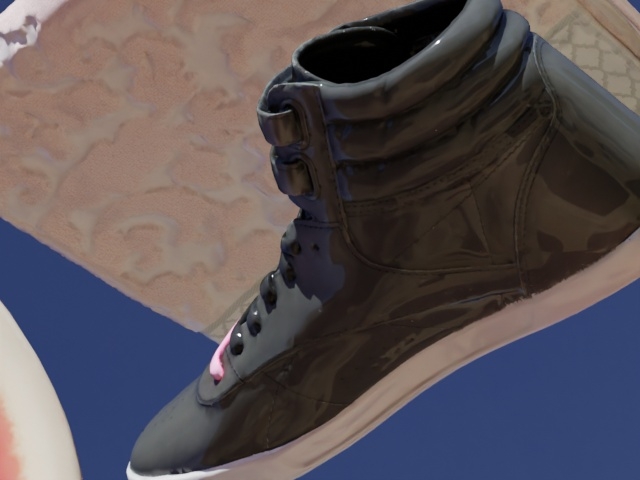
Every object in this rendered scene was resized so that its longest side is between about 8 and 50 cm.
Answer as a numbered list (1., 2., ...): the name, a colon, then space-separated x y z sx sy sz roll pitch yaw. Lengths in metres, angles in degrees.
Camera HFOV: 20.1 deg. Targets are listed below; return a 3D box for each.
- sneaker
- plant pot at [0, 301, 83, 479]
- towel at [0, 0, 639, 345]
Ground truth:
1. sneaker: 0.000 0.000 0.760 0.296 0.104 0.147 -33 -74 26
2. plant pot: -0.202 0.108 0.451 0.275 0.275 0.243 22 -55 -35
3. towel: -0.010 -0.071 0.987 0.317 0.053 0.332 35 -61 -27
